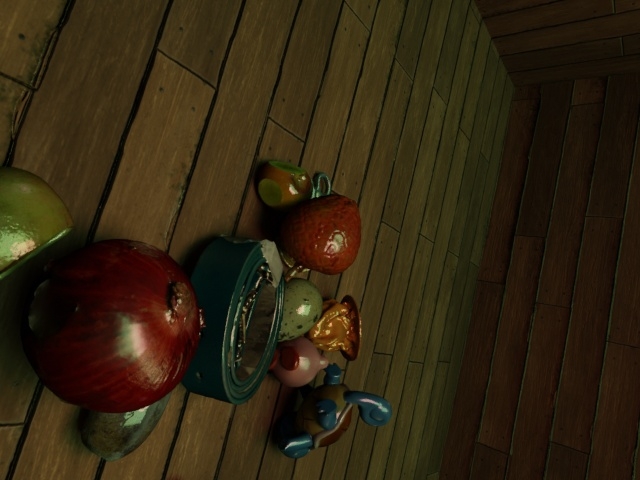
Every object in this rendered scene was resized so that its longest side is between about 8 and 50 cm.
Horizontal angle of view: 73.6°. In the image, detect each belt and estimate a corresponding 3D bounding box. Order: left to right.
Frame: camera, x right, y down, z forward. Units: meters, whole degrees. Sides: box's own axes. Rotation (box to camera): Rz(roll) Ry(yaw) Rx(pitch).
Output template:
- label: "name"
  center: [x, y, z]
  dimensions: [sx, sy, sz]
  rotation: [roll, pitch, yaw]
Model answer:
- label: "belt"
  center: [-0.228, 0.201, 1.151]
  dimensions: [0.300, 0.173, 0.436]
  rotation: [42, 59, -65]

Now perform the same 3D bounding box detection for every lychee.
- label: "lychee"
  center: [0.000, 0.000, 1.253]
  dimensions: [0.255, 0.255, 0.299]
  rotation: [25, 89, -49]

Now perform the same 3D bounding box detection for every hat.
- label: "hat"
  center: [-0.004, 0.325, 1.530]
  dimensions: [0.234, 0.244, 0.233]
  rotation: [0, 64, -21]

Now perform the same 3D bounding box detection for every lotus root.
- label: "lotus root"
  center: [-0.422, 0.345, 1.007]
  dimensions: [0.158, 0.140, 0.322]
  rotation: [48, 57, -42]

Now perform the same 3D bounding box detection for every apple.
- label: "apple"
  center: [-0.592, -0.031, 0.765]
  dimensions: [0.265, 0.120, 0.193]
  rotation: [-47, 118, -39]
- label: "apple"
  center: [-0.102, -0.167, 1.306]
  dimensions: [0.146, 0.147, 0.163]
  rotation: [-31, 117, -45]

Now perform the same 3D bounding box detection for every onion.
- label: "onion"
  center: [-0.416, 0.156, 0.849]
  dimensions: [0.341, 0.342, 0.340]
  rotation: [-10, 104, -49]

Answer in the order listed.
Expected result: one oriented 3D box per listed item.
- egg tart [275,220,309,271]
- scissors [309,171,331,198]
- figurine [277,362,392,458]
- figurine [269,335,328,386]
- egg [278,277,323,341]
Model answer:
- label: "egg tart"
  center: [-0.048, 0.006, 1.427]
  dimensions: [0.213, 0.090, 0.212]
  rotation: [-5, 98, -38]
- label: "scissors"
  center: [-0.009, -0.093, 1.513]
  dimensions: [0.138, 0.041, 0.288]
  rotation: [-17, 108, -39]
- label: "figurine"
  center: [0.011, 0.561, 1.413]
  dimensions: [0.243, 0.417, 0.297]
  rotation: [55, 18, -25]
- label: "figurine"
  center: [-0.082, 0.395, 1.403]
  dimensions: [0.173, 0.173, 0.173]
  rotation: [-10, 104, -49]
- label: "egg"
  center: [-0.096, 0.222, 1.355]
  dimensions: [0.228, 0.177, 0.177]
  rotation: [-44, 129, -18]
